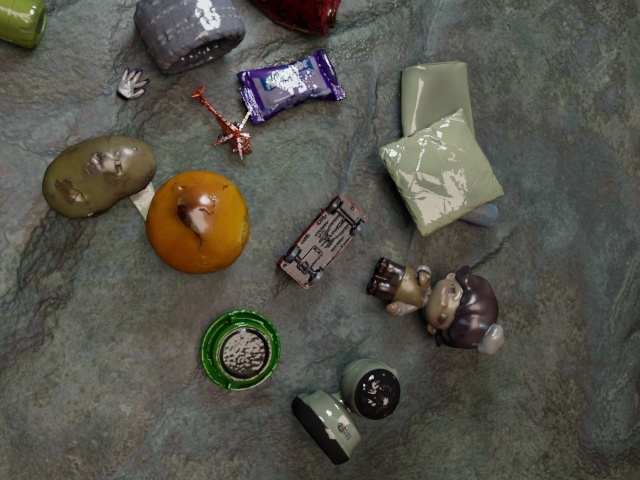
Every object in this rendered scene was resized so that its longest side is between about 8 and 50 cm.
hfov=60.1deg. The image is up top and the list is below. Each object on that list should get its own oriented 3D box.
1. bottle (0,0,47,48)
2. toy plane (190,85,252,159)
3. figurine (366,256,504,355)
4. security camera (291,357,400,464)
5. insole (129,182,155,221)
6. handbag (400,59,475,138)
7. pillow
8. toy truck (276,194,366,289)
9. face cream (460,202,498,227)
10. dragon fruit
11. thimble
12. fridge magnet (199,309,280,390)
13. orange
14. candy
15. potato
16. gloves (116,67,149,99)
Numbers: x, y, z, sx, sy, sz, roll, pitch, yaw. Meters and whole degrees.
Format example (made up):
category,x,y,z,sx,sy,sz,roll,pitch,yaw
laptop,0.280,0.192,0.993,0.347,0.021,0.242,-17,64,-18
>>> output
category,x,y,z,sx,sy,sz,roll,pitch,yaw
bottle,-0.741,-0.510,1.193,0.260,0.112,0.112,16,86,-18
toy plane,-0.249,-0.288,1.392,0.194,0.077,0.126,27,79,-10
figurine,0.324,0.158,1.526,0.364,0.206,0.218,26,68,-16
security camera,0.086,0.428,1.457,0.277,0.191,0.197,-38,101,-15
insole,-0.430,-0.097,1.362,0.063,0.010,0.192,-27,99,-17
handbag,0.337,-0.345,1.578,0.241,0.109,0.316,-10,98,-18
pillow,0.333,-0.187,1.528,0.280,0.076,0.275,-28,89,-10
toy truck,0.000,0.000,1.459,0.107,0.114,0.253,43,79,-14
face cream,0.404,-0.102,1.618,0.229,0.075,0.075,17,86,-18
dragon fruit,-0.013,-0.701,1.379,0.302,0.240,0.330,39,86,-35
thimble,-0.309,-0.510,1.303,0.236,0.205,0.172,-26,95,8
fridge magnet,-0.200,0.280,1.406,0.207,0.088,0.208,0,91,-19
orange,-0.282,-0.040,1.296,0.245,0.246,0.247,0,91,-19
candy,-0.076,-0.404,1.450,0.275,0.070,0.145,-21,91,-14
potato,-0.504,-0.152,1.259,0.262,0.165,0.165,-31,101,-5
gloves,-0.454,-0.377,1.341,0.064,0.026,0.086,27,78,-19
